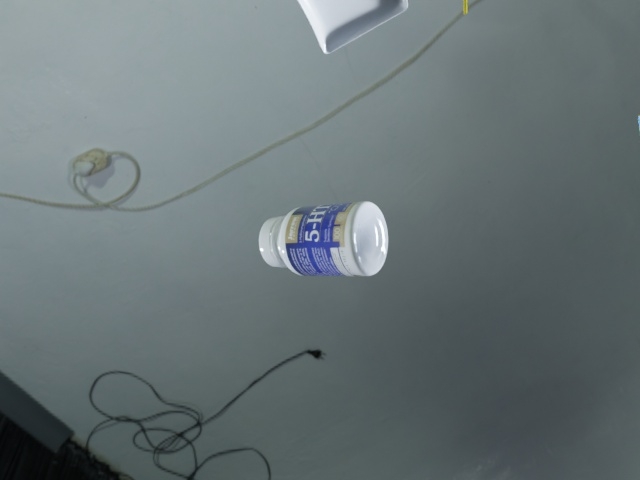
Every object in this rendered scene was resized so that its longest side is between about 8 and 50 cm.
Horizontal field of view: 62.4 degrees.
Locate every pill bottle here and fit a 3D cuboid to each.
[{"bbox_3d":[0.000,0.000,0.826,0.186,0.112,0.112,-3,126,35],"label":"pill bottle"}]

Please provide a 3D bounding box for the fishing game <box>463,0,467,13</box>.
[{"bbox_3d":[0.223,-0.572,1.047,0.041,0.264,0.189,-24,160,5],"label":"fishing game"}]

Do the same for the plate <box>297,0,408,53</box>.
[{"bbox_3d":[0.083,-0.673,1.438,0.277,0.045,0.277,-26,152,10],"label":"plate"}]

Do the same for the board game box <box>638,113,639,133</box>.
[{"bbox_3d":[0.810,-0.212,1.201,0.048,0.141,0.170,-30,116,-18],"label":"board game box"}]
